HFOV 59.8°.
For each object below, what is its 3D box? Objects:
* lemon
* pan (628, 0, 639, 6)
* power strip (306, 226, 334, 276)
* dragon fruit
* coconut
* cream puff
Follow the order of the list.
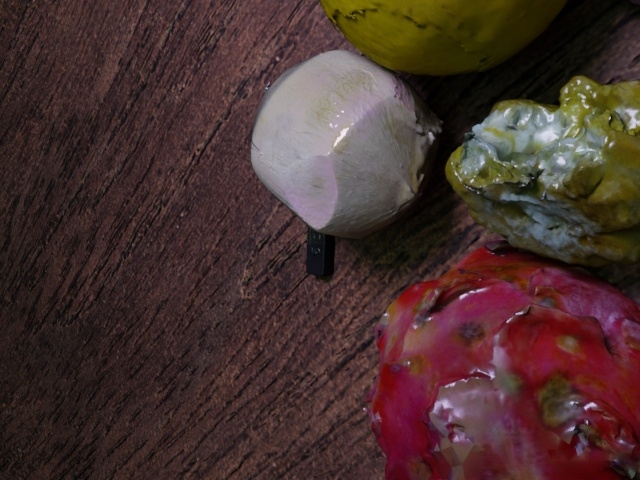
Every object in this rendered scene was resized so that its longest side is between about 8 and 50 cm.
[{"bbox_3d":[0.125,-0.311,0.575,0.297,0.297,0.297,3,95,38],"label":"lemon"},{"bbox_3d":[0.351,-0.234,0.555,0.212,0.040,0.115,32,113,25],"label":"pan"},{"bbox_3d":[0.000,0.000,0.860,0.037,0.029,0.111,6,97,38],"label":"power strip"},{"bbox_3d":[0.200,0.197,0.594,0.370,0.249,0.387,-14,87,34],"label":"dragon fruit"},{"bbox_3d":[0.042,-0.111,0.699,0.230,0.227,0.227,43,118,28],"label":"coconut"},{"bbox_3d":[0.261,-0.074,0.564,0.220,0.194,0.195,14,102,48],"label":"cream puff"}]
